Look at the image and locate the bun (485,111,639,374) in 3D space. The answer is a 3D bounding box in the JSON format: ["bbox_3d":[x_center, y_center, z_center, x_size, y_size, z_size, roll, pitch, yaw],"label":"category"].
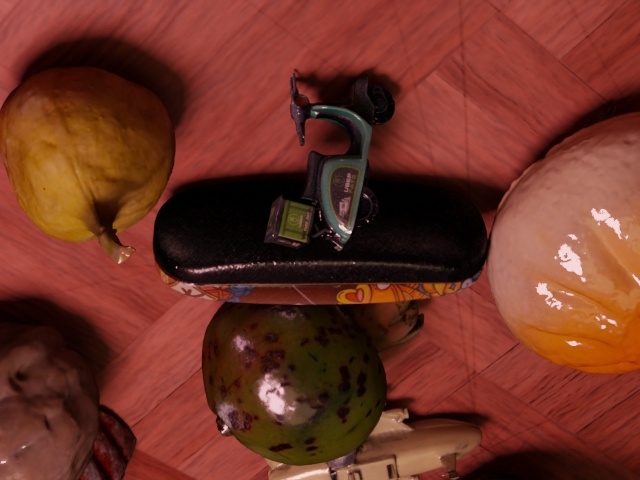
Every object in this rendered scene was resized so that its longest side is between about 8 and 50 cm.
[{"bbox_3d":[0.316,0.025,1.358,0.299,0.165,0.299,-10,138,-9],"label":"bun"}]

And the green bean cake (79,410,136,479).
[{"bbox_3d":[-0.341,0.290,1.560,0.232,0.198,0.097,-13,124,25],"label":"green bean cake"}]

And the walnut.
[{"bbox_3d":[-0.332,0.185,1.411,0.224,0.224,0.224,-3,131,-4],"label":"walnut"}]

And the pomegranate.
[{"bbox_3d":[-0.004,0.121,1.432,0.248,0.202,0.202,-36,131,-15],"label":"pomegranate"}]

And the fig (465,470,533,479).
[{"bbox_3d":[0.129,0.423,1.612,0.368,0.286,0.286,-9,131,-6],"label":"fig"}]

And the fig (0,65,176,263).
[{"bbox_3d":[-0.191,-0.051,1.208,0.159,0.257,0.159,-9,122,-15],"label":"fig"}]

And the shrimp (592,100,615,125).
[{"bbox_3d":[0.269,-0.091,1.364,0.038,0.029,0.092,20,125,-19],"label":"shrimp"}]

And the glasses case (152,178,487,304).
[{"bbox_3d":[0.000,0.000,1.351,0.321,0.122,0.082,0,135,-6],"label":"glasses case"}]

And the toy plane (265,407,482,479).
[{"bbox_3d":[0.056,0.247,1.591,0.256,0.104,0.242,-7,116,8],"label":"toy plane"}]

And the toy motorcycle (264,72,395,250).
[{"bbox_3d":[0.010,-0.074,1.280,0.100,0.173,0.058,14,169,-13],"label":"toy motorcycle"}]
